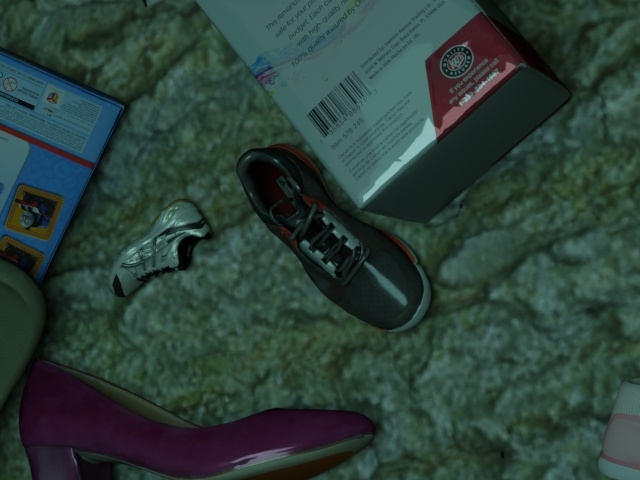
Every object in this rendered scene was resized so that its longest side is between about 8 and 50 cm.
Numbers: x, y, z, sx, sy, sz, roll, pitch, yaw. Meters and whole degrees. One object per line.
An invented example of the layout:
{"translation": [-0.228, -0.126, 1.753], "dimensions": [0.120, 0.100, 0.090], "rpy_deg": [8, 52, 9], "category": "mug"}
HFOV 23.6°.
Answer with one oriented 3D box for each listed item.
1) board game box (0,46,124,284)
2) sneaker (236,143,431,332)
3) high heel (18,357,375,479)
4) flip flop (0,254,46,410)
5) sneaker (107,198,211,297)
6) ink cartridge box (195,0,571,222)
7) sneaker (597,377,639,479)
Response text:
{"translation": [-0.249, -0.029, 1.027], "dimensions": [0.160, 0.039, 0.211], "rpy_deg": [24, 96, -21], "category": "board game box"}
{"translation": [0.000, 0.000, 0.963], "dimensions": [0.158, 0.065, 0.061], "rpy_deg": [43, 102, 18], "category": "sneaker"}
{"translation": [-0.085, 0.109, 0.994], "dimensions": [0.244, 0.082, 0.117], "rpy_deg": [-16, 69, 22], "category": "high heel"}
{"translation": [-0.261, 0.138, 1.017], "dimensions": [0.112, 0.080, 0.277], "rpy_deg": [23, 108, -22], "category": "flip flop"}
{"translation": [-0.108, 0.012, 1.022], "dimensions": [0.083, 0.032, 0.037], "rpy_deg": [-48, 72, 13], "category": "sneaker"}
{"translation": [0.038, -0.119, 0.921], "dimensions": [0.128, 0.127, 0.176], "rpy_deg": [-41, 74, 15], "category": "ink cartridge box"}
{"translation": [0.228, 0.112, 0.875], "dimensions": [0.134, 0.051, 0.070], "rpy_deg": [11, 96, 26], "category": "sneaker"}
